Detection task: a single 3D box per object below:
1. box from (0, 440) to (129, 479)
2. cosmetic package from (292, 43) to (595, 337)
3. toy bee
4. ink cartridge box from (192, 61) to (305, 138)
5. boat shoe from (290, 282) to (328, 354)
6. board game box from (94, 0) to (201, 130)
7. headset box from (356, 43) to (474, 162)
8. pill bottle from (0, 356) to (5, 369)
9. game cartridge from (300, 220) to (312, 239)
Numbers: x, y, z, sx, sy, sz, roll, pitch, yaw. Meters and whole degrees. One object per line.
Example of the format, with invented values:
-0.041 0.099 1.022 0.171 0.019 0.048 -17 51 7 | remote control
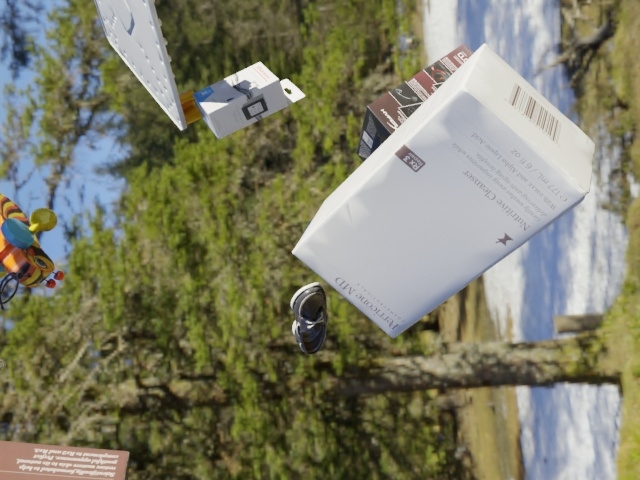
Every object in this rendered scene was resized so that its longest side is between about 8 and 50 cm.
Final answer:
-0.331 0.381 0.999 0.167 0.169 0.203 -96 16 -59 | box
0.162 -0.055 1.145 0.385 0.217 0.156 -46 8 38 | cosmetic package
-0.612 0.038 1.667 0.162 0.195 0.298 35 -141 -50 | toy bee
-0.131 -0.267 1.502 0.104 0.180 0.060 51 165 52 | ink cartridge box
-0.011 0.096 0.990 0.125 0.046 0.038 102 148 -53 | boat shoe
-0.360 -0.459 1.543 0.390 0.050 0.389 49 158 36 | board game box
0.231 -0.272 1.753 0.110 0.293 0.218 51 164 14 | headset box
-0.661 0.241 1.430 0.112 0.187 0.112 40 160 18 | pill bottle
0.000 0.000 1.801 0.056 0.083 0.017 -65 -9 14 | game cartridge
